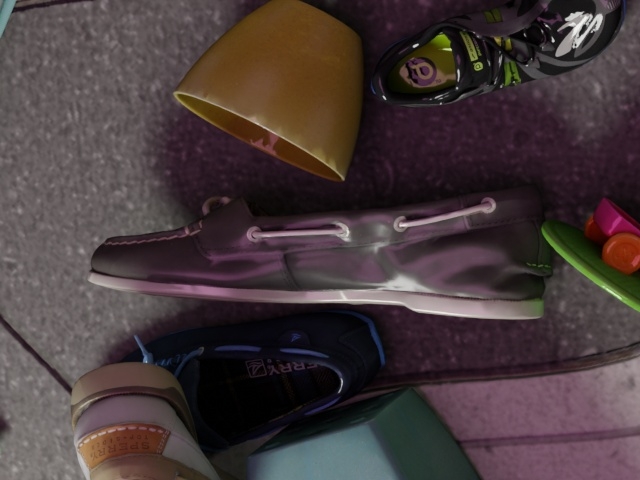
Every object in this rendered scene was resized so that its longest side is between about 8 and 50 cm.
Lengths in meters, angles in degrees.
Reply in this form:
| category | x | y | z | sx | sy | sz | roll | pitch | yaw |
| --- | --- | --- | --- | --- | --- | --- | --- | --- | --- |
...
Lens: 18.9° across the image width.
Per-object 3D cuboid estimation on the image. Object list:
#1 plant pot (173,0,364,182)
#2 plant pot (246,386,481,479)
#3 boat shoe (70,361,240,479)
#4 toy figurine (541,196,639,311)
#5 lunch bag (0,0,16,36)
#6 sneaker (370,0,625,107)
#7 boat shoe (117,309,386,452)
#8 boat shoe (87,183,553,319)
| category | x | y | z | sx | sy | sz | roll | pitch | yaw |
| --- | --- | --- | --- | --- | --- | --- | --- | --- | --- |
| plant pot | -0.022 | -0.113 | 1.341 | 0.134 | 0.134 | 0.095 | 26 | 85 | 8 |
| plant pot | 0.045 | 0.240 | 1.403 | 0.165 | 0.165 | 0.234 | -19 | 93 | 21 |
| boat shoe | -0.107 | 0.212 | 1.389 | 0.113 | 0.103 | 0.302 | -16 | 140 | 10 |
| toy figurine | 0.263 | -0.027 | 1.288 | 0.173 | 0.130 | 0.159 | 29 | 104 | -16 |
| lunch bag | -0.371 | -0.133 | 1.417 | 0.223 | 0.160 | 0.262 | 25 | 106 | 8 |
| sneaker | 0.120 | -0.129 | 1.307 | 0.188 | 0.078 | 0.067 | -18 | 100 | 21 |
| boat shoe | -0.082 | 0.107 | 1.435 | 0.258 | 0.089 | 0.109 | -24 | 98 | 24 |
| boat shoe | 0.000 | 0.000 | 1.377 | 0.335 | 0.112 | 0.096 | 3 | 90 | 11 |
